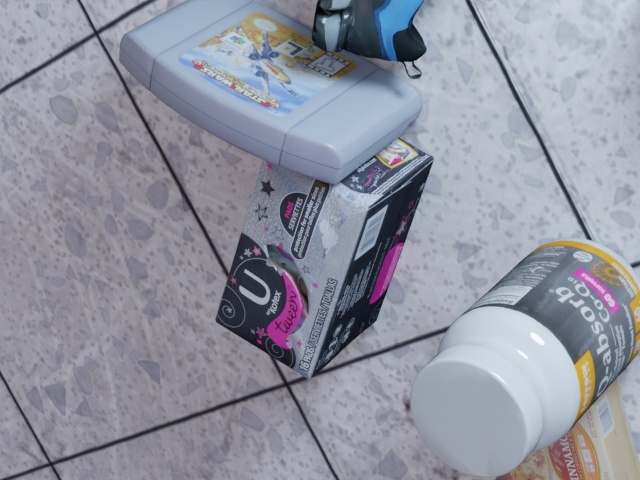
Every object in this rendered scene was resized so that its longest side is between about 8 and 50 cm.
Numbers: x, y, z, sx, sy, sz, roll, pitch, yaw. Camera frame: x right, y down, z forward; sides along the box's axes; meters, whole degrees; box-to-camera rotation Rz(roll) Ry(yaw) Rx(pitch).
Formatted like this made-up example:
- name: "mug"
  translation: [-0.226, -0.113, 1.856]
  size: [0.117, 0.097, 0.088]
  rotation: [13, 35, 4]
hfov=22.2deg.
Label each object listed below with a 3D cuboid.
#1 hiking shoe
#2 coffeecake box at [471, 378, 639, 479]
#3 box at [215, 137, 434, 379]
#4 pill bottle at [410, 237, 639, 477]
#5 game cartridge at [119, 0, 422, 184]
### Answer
- name: "hiking shoe"
  translation: [0.090, -0.325, 1.677]
  size: [0.132, 0.113, 0.304]
  rotation: [16, 119, -7]
- name: "coffeecake box"
  translation: [0.254, 0.227, 1.841]
  size: [0.185, 0.068, 0.142]
  rotation: [-5, 110, 38]
- name: "box"
  translation: [0.000, 0.000, 1.843]
  size: [0.142, 0.163, 0.247]
  rotation: [30, 126, 18]
- name: "pill bottle"
  translation: [0.216, 0.119, 1.674]
  size: [0.162, 0.278, 0.162]
  rotation: [16, 122, 28]
- name: "game cartridge"
  translation: [-0.061, -0.173, 1.777]
  size: [0.297, 0.198, 0.062]
  rotation: [30, 126, 19]
